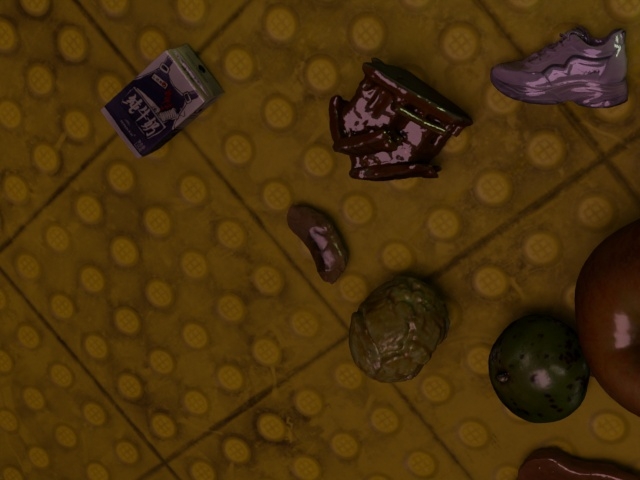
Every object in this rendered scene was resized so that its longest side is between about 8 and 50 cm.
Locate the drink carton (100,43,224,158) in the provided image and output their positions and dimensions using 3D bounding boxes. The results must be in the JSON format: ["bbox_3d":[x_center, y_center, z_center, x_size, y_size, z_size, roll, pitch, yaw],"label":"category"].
[{"bbox_3d":[-0.329,-0.291,2.063,0.222,0.102,0.134,-35,93,28],"label":"drink carton"}]

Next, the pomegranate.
[{"bbox_3d":[0.448,0.248,1.928,0.263,0.211,0.211,-3,117,-25],"label":"pomegranate"}]

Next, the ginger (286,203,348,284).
[{"bbox_3d":[-0.002,0.001,2.063,0.095,0.069,0.190,-25,99,23],"label":"ginger"}]

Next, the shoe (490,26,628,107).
[{"bbox_3d":[0.427,-0.314,1.756,0.245,0.095,0.137,8,110,15],"label":"shoe"}]

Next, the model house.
[{"bbox_3d":[0.131,-0.200,1.866,0.219,0.199,0.229,40,116,17],"label":"model house"}]

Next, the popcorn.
[{"bbox_3d":[0.156,0.181,1.995,0.184,0.204,0.221,34,102,-22],"label":"popcorn"}]

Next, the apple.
[{"bbox_3d":[0.637,0.141,1.695,0.400,0.333,0.400,17,123,27],"label":"apple"}]

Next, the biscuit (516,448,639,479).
[{"bbox_3d":[0.560,0.630,2.093,0.365,0.062,0.385,14,115,19],"label":"biscuit"}]
